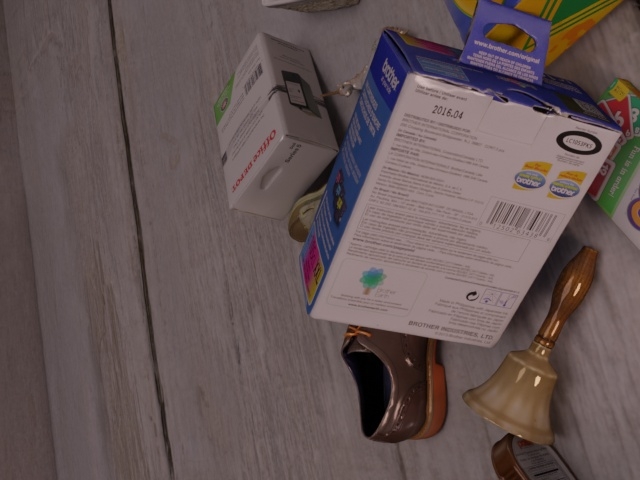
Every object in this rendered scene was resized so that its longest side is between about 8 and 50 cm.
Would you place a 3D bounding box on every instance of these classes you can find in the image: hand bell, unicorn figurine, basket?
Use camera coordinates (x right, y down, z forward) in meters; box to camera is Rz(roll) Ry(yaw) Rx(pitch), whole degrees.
[{"bbox_3d":[0.286,0.119,0.934,0.126,0.126,0.242,31,101,46],"label":"hand bell"},{"bbox_3d":[0.089,-0.274,1.210,0.111,0.060,0.162,42,104,43],"label":"unicorn figurine"},{"bbox_3d":[-0.013,-0.463,1.295,0.167,0.103,0.113,12,99,51],"label":"basket"}]

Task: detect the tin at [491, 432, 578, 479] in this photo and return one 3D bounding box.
[{"bbox_3d":[0.286,0.317,0.907,0.040,0.106,0.190,-52,52,26],"label":"tin"}]

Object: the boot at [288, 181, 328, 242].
[{"bbox_3d":[0.000,0.000,1.236,0.213,0.077,0.165,-34,41,51],"label":"boot"}]

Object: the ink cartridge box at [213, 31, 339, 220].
[{"bbox_3d":[-0.089,-0.202,1.330,0.198,0.114,0.273,-48,42,37],"label":"ink cartridge box"}]

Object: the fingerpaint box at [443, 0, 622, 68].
[{"bbox_3d":[0.271,-0.501,0.907,0.371,0.163,0.445,-42,57,40],"label":"fingerpaint box"}]

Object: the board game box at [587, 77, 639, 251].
[{"bbox_3d":[0.389,-0.058,0.852,0.259,0.039,0.124,57,131,31],"label":"board game box"}]

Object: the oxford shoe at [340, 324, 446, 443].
[{"bbox_3d":[0.101,0.119,1.113,0.130,0.132,0.364,-20,73,49],"label":"oxford shoe"}]

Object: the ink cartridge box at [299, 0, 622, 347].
[{"bbox_3d":[0.162,-0.076,0.895,0.151,0.269,0.396,-103,30,-53],"label":"ink cartridge box"}]
